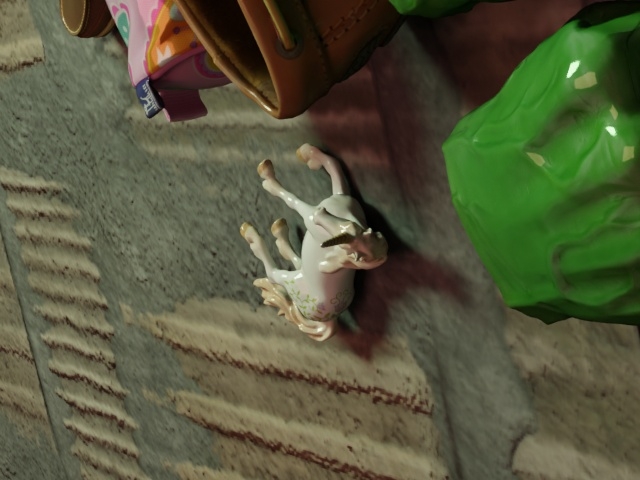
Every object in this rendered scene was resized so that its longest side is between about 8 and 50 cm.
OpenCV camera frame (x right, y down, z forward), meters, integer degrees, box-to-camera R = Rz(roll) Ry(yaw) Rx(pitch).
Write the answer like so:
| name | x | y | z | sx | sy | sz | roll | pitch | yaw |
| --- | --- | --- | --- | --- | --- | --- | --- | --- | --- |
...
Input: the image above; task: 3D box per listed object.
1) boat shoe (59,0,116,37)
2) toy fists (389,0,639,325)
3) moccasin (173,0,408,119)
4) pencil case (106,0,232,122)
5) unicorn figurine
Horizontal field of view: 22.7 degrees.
| name | x | y | z | sx | sy | sz | roll | pitch | yaw |
| --- | --- | --- | --- | --- | --- | --- | --- | --- | --- |
| boat shoe | -0.160 | -0.206 | 1.067 | 0.064 | 0.060 | 0.178 | 55 | 147 | 27 |
| toy fists | 0.099 | -0.096 | 0.663 | 0.279 | 0.096 | 0.142 | 69 | 161 | 1 |
| moccasin | -0.116 | -0.218 | 0.779 | 0.380 | 0.147 | 0.139 | 49 | 161 | -7 |
| pencil case | -0.102 | -0.215 | 0.903 | 0.124 | 0.124 | 0.284 | -29 | 83 | 60 |
| unicorn figurine | 0.000 | 0.000 | 0.929 | 0.111 | 0.060 | 0.162 | 51 | 161 | 31 |
